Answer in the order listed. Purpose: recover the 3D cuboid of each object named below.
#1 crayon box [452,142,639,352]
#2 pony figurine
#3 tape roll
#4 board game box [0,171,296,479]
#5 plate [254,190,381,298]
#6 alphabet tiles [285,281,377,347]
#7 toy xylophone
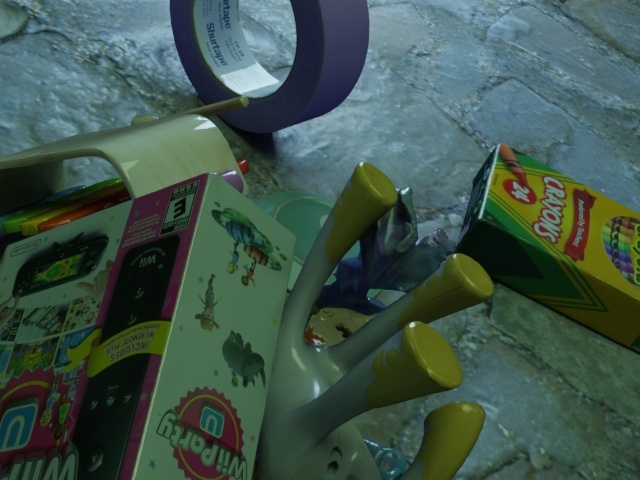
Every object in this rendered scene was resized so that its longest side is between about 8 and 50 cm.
[{"bbox_3d":[0.353,0.012,1.288,0.318,0.081,0.202,27,39,-2],"label":"crayon box"},{"bbox_3d":[-0.028,0.120,0.766,0.302,0.363,0.351,25,31,-28],"label":"pony figurine"},{"bbox_3d":[-0.071,-0.281,1.207,0.275,0.275,0.090,45,44,19],"label":"tape roll"},{"bbox_3d":[-0.151,0.125,0.627,0.097,0.224,0.304,39,47,-40],"label":"board game box"},{"bbox_3d":[0.000,0.000,1.131,0.188,0.024,0.188,15,41,-14],"label":"plate"},{"bbox_3d":[-0.040,0.079,1.049,0.237,0.009,0.198,-3,49,-31],"label":"alphabet tiles"},{"bbox_3d":[-0.195,-0.066,0.905,0.236,0.322,0.081,-25,107,-36],"label":"toy xylophone"}]
